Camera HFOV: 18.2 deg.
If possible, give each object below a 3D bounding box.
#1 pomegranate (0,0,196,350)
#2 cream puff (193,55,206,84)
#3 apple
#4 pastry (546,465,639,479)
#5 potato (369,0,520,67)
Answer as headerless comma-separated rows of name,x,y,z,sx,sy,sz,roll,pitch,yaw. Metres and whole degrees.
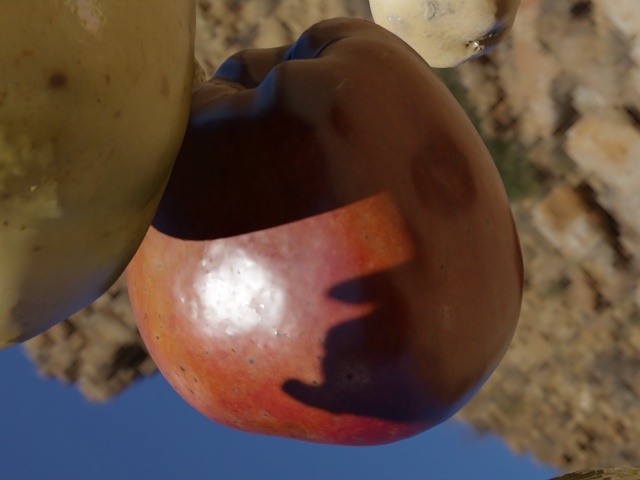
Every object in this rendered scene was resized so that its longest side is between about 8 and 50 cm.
pomegranate,-0.217,-0.076,0.905,0.319,0.319,0.319,42,-167,-12
cream puff,-0.203,-0.091,1.647,0.244,0.244,0.196,-113,18,-59
apple,-0.002,0.000,1.108,0.234,0.234,0.234,42,-167,-12
pastry,0.137,0.271,0.678,0.388,0.312,0.389,-7,-90,-88
potato,0.091,-0.189,1.450,0.112,0.112,0.147,56,-178,41
